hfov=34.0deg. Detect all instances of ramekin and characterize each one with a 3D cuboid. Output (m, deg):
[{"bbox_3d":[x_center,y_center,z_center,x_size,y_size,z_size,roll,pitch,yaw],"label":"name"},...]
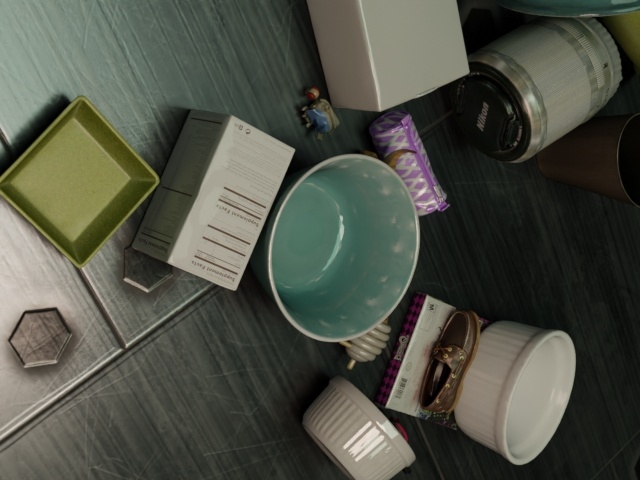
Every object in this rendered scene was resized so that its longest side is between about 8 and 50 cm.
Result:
[{"bbox_3d":[0.384,0.293,2.088,0.277,0.135,0.277,-25,123,-44],"label":"ramekin"},{"bbox_3d":[0.060,0.349,1.864,0.109,0.207,0.207,-41,121,-11],"label":"ramekin"}]

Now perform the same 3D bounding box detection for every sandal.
[{"bbox_3d":[0.146,0.376,2.011,0.040,0.067,0.179,-30,125,-6],"label":"sandal"}]

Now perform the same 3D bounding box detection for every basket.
[{"bbox_3d":[0.559,-0.168,2.093,0.154,0.227,0.204,-43,121,-21],"label":"basket"}]

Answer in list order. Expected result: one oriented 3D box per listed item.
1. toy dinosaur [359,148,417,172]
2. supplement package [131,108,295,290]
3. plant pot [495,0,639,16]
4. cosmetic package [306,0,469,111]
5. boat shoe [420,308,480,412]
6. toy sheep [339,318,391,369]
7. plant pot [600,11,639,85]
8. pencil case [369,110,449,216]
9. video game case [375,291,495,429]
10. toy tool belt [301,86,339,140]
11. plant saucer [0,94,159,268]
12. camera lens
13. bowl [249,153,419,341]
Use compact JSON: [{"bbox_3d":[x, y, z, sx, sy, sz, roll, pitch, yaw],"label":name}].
[{"bbox_3d":[0.111,-0.119,1.846,0.064,0.112,0.211,-49,162,-39],"label":"toy dinosaur"},{"bbox_3d":[-0.169,-0.065,1.645,0.134,0.139,0.244,26,86,-36],"label":"supplement package"},{"bbox_3d":[0.474,-0.602,1.837,0.341,0.341,0.334,-23,122,-30],"label":"plant pot"},{"bbox_3d":[0.097,-0.429,1.752,0.217,0.156,0.385,-24,114,-30],"label":"cosmetic package"},{"bbox_3d":[0.244,0.230,1.992,0.073,0.073,0.207,12,92,-39],"label":"boat shoe"},{"bbox_3d":[0.080,0.175,1.913,0.091,0.091,0.132,25,99,-37],"label":"toy sheep"},{"bbox_3d":[0.691,-0.470,2.125,0.254,0.276,0.276,37,78,-24],"label":"plant pot"},{"bbox_3d":[0.162,-0.137,1.900,0.086,0.088,0.206,-42,120,-20],"label":"pencil case"},{"bbox_3d":[0.229,0.239,2.057,0.210,0.042,0.232,22,86,-37],"label":"video game case"},{"bbox_3d":[-0.007,-0.215,1.785,0.051,0.052,0.083,-50,123,-27],"label":"toy tool belt"},{"bbox_3d":[-0.364,-0.088,1.556,0.188,0.045,0.188,-51,124,-16],"label":"plant saucer"},{"bbox_3d":[0.396,-0.289,1.955,0.274,0.219,0.219,-32,117,-27],"label":"camera lens"},{"bbox_3d":[0.000,0.000,1.766,0.312,0.163,0.311,-9,106,-34],"label":"bowl"}]
